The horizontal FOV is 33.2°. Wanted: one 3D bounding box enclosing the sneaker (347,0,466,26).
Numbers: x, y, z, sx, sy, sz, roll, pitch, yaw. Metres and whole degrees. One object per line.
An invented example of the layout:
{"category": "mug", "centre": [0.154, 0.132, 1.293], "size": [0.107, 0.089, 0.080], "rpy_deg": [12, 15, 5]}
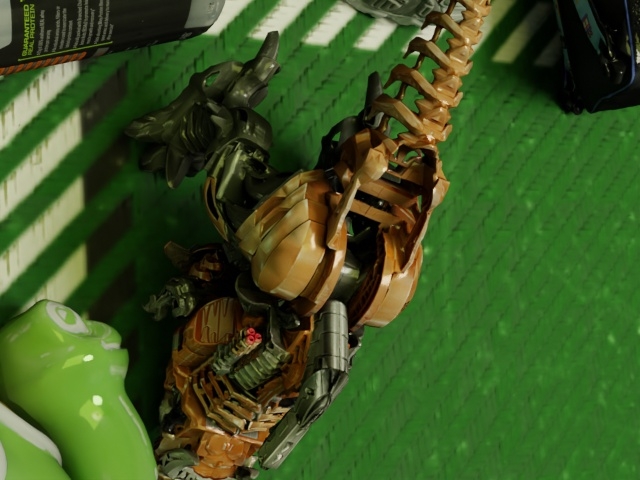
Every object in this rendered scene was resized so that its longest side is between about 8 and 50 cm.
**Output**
{"category": "sneaker", "centre": [0.029, -0.242, 0.732], "size": [0.232, 0.090, 0.115], "rpy_deg": [35, 65, -23]}

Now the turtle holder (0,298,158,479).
{"category": "turtle holder", "centre": [-0.203, 0.138, 0.467], "size": [0.320, 0.243, 0.227], "rpy_deg": [-36, 85, -19]}

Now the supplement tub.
{"category": "supplement tub", "centre": [-0.156, -0.155, 0.597], "size": [0.190, 0.117, 0.117], "rpy_deg": [-18, 93, -31]}

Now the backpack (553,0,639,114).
{"category": "backpack", "centre": [0.235, -0.193, 0.801], "size": [0.117, 0.158, 0.173], "rpy_deg": [-10, 86, -1]}

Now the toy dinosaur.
{"category": "toy dinosaur", "centre": [0.000, 0.000, 0.601], "size": [0.322, 0.218, 0.164], "rpy_deg": [-37, 126, 14]}
